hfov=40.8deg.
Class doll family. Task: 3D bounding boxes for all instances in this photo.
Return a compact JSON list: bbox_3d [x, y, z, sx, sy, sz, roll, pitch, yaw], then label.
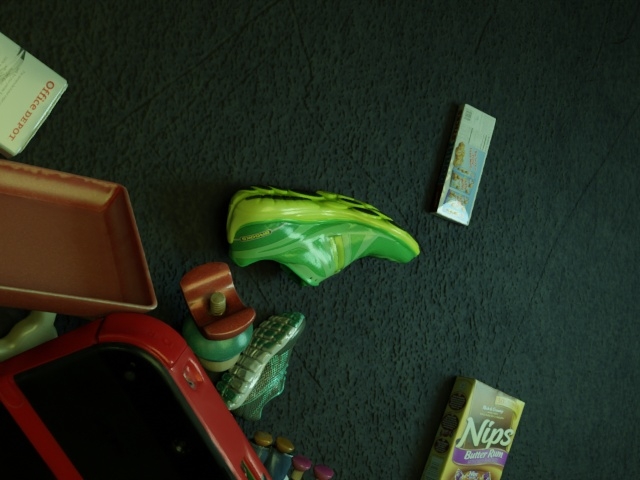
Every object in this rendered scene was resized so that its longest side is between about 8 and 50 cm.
[{"bbox_3d":[-0.114,0.304,1.051,0.262,0.118,0.163,24,93,-4],"label":"doll family"}]

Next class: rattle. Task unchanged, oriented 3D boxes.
[{"bbox_3d":[-0.376,0.090,1.006,0.130,0.142,0.200,-55,149,-26],"label":"rattle"}]

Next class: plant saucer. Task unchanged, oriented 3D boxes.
[{"bbox_3d":[-0.326,-0.004,0.936,0.259,0.258,0.048,12,118,-28],"label":"plant saucer"}]

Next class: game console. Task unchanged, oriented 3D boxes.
[{"bbox_3d":[-0.230,0.283,0.953,0.341,0.060,0.387,-22,109,19],"label":"game console"}]

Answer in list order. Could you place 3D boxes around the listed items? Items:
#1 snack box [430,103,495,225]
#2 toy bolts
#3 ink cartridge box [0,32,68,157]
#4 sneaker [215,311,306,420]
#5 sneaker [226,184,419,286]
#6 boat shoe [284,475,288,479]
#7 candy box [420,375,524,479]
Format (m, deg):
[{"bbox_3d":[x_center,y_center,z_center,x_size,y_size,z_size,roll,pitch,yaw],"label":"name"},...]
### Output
[{"bbox_3d":[0.221,-0.116,1.330,0.064,0.022,0.178,21,80,-28],"label":"snack box"},{"bbox_3d":[-0.202,0.116,1.068,0.228,0.159,0.218,-17,58,-17],"label":"toy bolts"},{"bbox_3d":[-0.384,-0.179,0.980,0.150,0.063,0.109,37,73,-24],"label":"ink cartridge box"},{"bbox_3d":[-0.071,0.171,1.160,0.166,0.065,0.076,-51,128,-16],"label":"sneaker"},{"bbox_3d":[0.000,0.000,1.180,0.295,0.109,0.124,8,109,-30],"label":"sneaker"},{"bbox_3d":[-0.081,0.427,1.125,0.102,0.108,0.302,-11,102,-29],"label":"boat shoe"},{"bbox_3d":[0.232,0.314,1.318,0.109,0.053,0.187,27,76,-25],"label":"candy box"}]
